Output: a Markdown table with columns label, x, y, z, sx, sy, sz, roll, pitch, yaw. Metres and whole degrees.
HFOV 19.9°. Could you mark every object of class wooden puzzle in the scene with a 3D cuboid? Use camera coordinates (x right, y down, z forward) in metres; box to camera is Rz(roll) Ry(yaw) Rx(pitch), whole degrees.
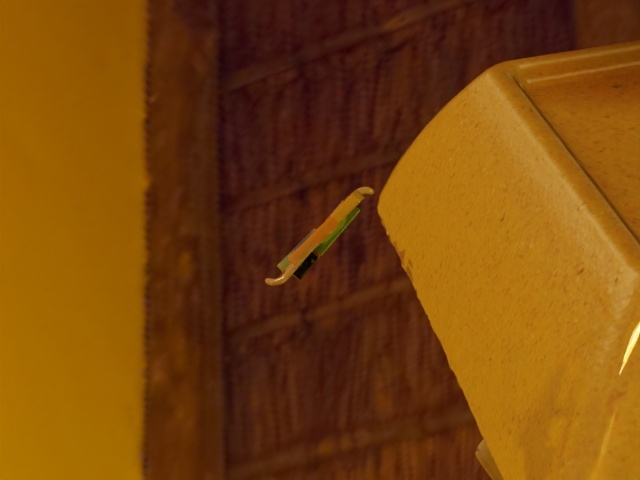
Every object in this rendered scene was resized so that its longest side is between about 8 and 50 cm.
| label | x | y | z | sx | sy | sz | roll | pitch | yaw |
| --- | --- | --- | --- | --- | --- | --- | --- | --- | --- |
| wooden puzzle | 0.000 | 0.000 | 0.959 | 0.078 | 0.116 | 0.014 | -45 | -89 | 4 |

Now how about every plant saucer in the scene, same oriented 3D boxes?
| label | x | y | z | sx | sy | sz | roll | pitch | yaw |
| --- | --- | --- | --- | --- | --- | --- | --- | --- | --- |
| plant saucer | 0.206 | -0.017 | 0.728 | 0.333 | 0.333 | 0.081 | -10 | -65 | -5 |

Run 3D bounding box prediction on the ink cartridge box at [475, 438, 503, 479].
| label | x | y | z | sx | sy | sz | roll | pitch | yaw |
| --- | --- | --- | --- | --- | --- | --- | --- | --- | --- |
| ink cartridge box | 0.266 | 0.156 | 1.100 | 0.278 | 0.117 | 0.201 | 42 | -86 | -22 |
